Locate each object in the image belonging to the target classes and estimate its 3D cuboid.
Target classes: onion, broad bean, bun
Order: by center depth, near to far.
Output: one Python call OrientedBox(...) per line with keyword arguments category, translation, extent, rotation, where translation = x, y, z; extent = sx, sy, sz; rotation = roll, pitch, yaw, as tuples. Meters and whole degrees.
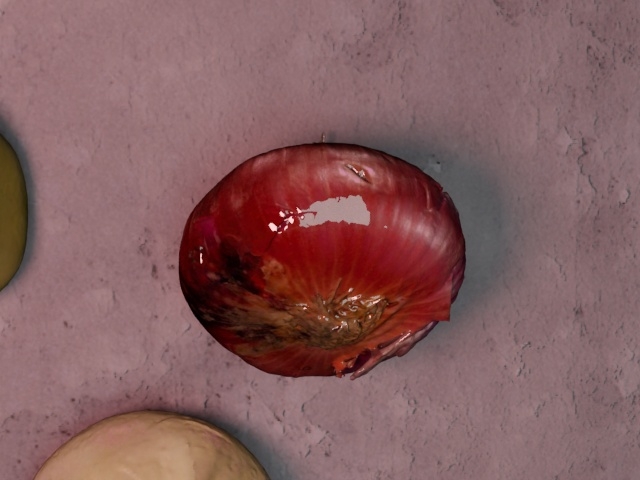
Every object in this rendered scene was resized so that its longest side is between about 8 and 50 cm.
OrientedBox(category="broad bean", translation=(-0.431, -0.049, 1.593), extent=(0.189, 0.121, 0.263), rotation=(-21, 117, -26))
OrientedBox(category="onion", translation=(0.000, 0.000, 1.658), extent=(0.348, 0.285, 0.347), rotation=(-1, 141, -1))
OrientedBox(category="bun", translation=(-0.197, 0.393, 1.694), extent=(0.361, 0.213, 0.361), rotation=(-3, 102, -12))
